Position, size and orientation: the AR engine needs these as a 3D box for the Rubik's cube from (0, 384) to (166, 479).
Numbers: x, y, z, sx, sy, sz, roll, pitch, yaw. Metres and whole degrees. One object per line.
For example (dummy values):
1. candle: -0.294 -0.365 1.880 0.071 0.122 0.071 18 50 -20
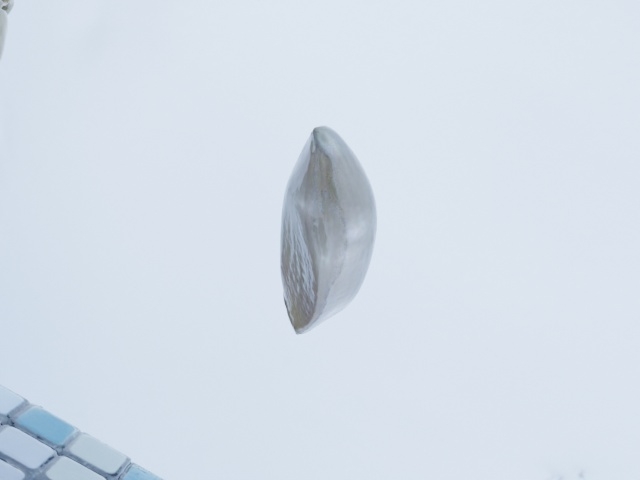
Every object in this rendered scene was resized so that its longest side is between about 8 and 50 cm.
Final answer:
1. Rubik's cube: -0.309 0.312 0.742 0.253 0.259 0.256 30 -173 0

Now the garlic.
1. garlic: 0.004 0.006 0.999 0.143 0.112 0.318 59 146 35

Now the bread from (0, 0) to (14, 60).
1. bread: -0.430 -0.224 0.888 0.225 0.134 0.081 5 157 21
